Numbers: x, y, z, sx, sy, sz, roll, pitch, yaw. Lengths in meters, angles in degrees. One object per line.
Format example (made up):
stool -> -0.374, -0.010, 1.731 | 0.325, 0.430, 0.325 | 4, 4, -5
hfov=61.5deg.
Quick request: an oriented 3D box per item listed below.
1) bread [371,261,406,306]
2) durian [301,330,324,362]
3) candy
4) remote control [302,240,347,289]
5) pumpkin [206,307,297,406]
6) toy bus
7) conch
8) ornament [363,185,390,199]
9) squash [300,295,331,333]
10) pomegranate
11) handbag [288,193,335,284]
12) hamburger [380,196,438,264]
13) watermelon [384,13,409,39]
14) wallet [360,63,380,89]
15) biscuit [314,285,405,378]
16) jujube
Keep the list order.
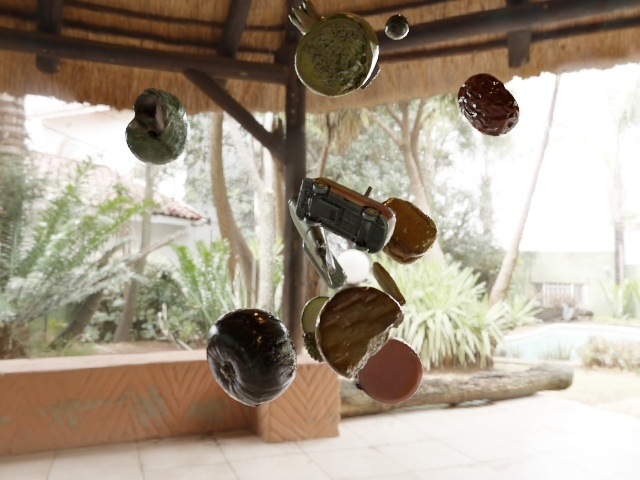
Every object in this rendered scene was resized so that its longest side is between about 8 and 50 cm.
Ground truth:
bread -> 0.269, 0.180, 2.162 | 0.073, 0.214, 0.053 | -12, -28, -47
durian -> 0.017, 0.432, 2.144 | 0.186, 0.108, 0.119 | 19, -26, -13
candy -> 0.248, 0.482, 1.995 | 0.255, 0.256, 0.094 | 1, 2, 1
remote control -> 0.020, 0.086, 2.162 | 0.104, 0.247, 0.052 | -36, 2, -42
pumpkin -> -0.159, 0.264, 1.240 | 0.163, 0.233, 0.233 | -20, 11, -41
toy bus -> 0.073, -0.070, 1.386 | 0.265, 0.121, 0.120 | 27, 29, 23
conch -> -0.530, -0.349, 1.726 | 0.220, 0.195, 0.277 | 49, -37, -18
ornament -> 0.219, -0.134, 2.585 | 0.230, 0.245, 0.061 | 28, 2, -29
squash -> 0.016, 0.361, 2.466 | 0.219, 0.219, 0.041 | 1, 1, -10
pomegranate -> 0.043, -0.699, 1.930 | 0.309, 0.359, 0.216 | -35, 7, 32
handbag -> 0.000, 0.000, 1.835 | 0.109, 0.315, 0.241 | -26, -28, -2
hamburger -> 0.356, -0.042, 2.405 | 0.284, 0.304, 0.174 | -34, -20, -43
watermelon -> 0.350, -0.958, 2.394 | 0.105, 0.105, 0.133 | 4, -28, -44
wallet -> 0.139, -0.744, 2.289 | 0.255, 0.031, 0.137 | 18, -56, -40
biscuit -> 0.101, 0.243, 1.549 | 0.274, 0.213, 0.091 | -38, -7, -15
jujube -> 0.594, -0.480, 1.911 | 0.174, 0.250, 0.174 | -24, -30, -15
